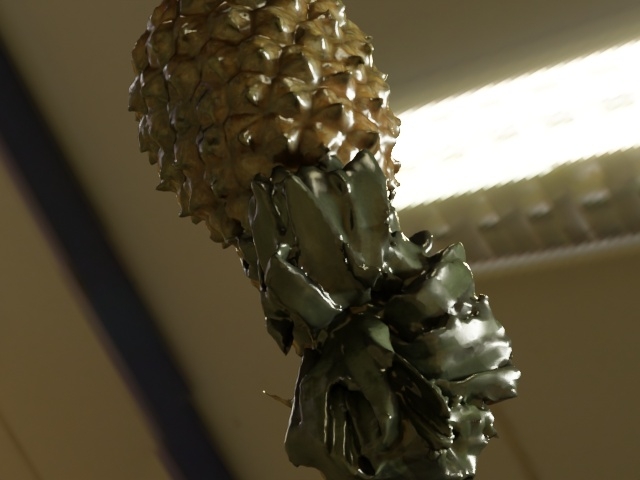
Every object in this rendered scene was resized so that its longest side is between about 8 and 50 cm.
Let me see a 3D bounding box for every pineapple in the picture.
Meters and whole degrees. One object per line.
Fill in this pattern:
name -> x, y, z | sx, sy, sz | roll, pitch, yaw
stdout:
pineapple -> 0.000, 0.000, 0.488 | 0.074, 0.074, 0.159 | 97, -24, -47
